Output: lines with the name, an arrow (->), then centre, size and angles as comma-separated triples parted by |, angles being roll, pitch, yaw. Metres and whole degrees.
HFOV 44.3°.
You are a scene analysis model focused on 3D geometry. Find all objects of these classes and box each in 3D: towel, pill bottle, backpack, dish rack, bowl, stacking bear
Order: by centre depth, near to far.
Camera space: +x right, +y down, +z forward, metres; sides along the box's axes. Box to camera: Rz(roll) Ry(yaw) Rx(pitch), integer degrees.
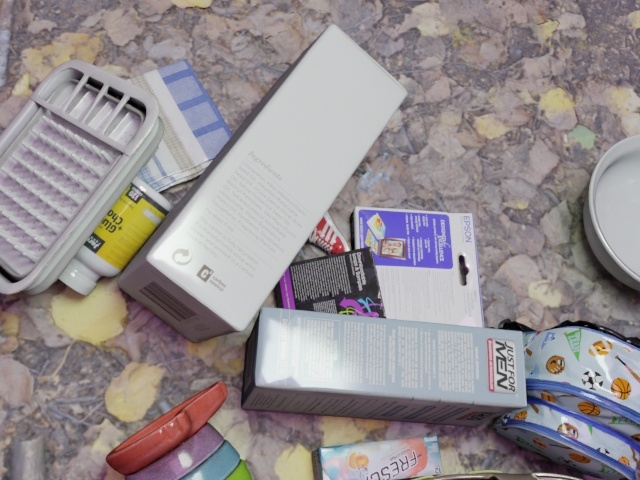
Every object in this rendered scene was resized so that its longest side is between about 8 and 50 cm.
stacking bear -> -0.142, 0.365, 1.042 | 0.164, 0.175, 0.289 | -33, 89, 23
dish rack -> -0.377, -0.089, 1.124 | 0.285, 0.072, 0.333 | 29, 79, 37
backpack -> 0.389, 0.227, 1.144 | 0.276, 0.263, 0.213 | 21, 67, -5
pill bottle -> -0.314, -0.012, 1.159 | 0.103, 0.103, 0.184 | 38, 85, 4
towel -> -0.296, -0.164, 1.272 | 0.285, 0.034, 0.209 | -27, 78, -20
bowl -> 0.569, -0.025, 1.348 | 0.297, 0.134, 0.298 | 4, 70, -10

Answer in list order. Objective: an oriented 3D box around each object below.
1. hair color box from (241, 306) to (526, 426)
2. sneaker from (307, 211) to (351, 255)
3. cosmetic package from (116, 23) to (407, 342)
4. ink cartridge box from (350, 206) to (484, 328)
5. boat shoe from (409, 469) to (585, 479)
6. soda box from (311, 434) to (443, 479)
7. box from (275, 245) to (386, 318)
hair color box -> 0.083, 0.189, 1.136 | 0.374, 0.185, 0.114 | 7, 68, -9
sneaker -> 0.000, 0.000, 1.267 | 0.067, 0.042, 0.118 | -24, 70, -22
cosmetic package -> -0.085, -0.079, 1.165 | 0.161, 0.230, 0.453 | 39, 67, -12
ink cartridge box -> 0.154, 0.051, 1.279 | 0.208, 0.045, 0.206 | 3, 70, -9
boat shoe -> 0.247, 0.378, 1.099 | 0.324, 0.097, 0.117 | -2, 64, 7
soda box -> 0.083, 0.325, 1.150 | 0.183, 0.063, 0.058 | -3, 70, -13
box -> 0.013, 0.082, 1.219 | 0.162, 0.029, 0.116 | -12, 71, 7
